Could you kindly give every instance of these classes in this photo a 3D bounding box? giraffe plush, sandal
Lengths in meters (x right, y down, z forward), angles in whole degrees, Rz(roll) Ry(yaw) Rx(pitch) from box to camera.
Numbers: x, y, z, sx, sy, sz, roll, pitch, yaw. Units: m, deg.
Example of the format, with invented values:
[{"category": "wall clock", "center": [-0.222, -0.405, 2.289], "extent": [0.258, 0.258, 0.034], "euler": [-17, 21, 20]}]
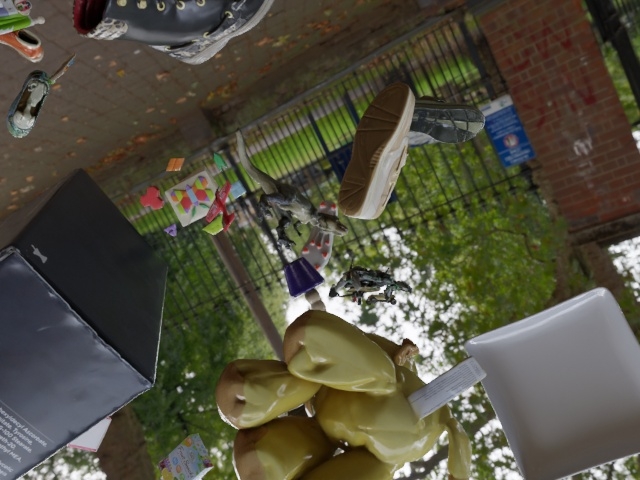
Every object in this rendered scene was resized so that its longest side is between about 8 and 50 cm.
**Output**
[{"category": "giraffe plush", "center": [0.032, 0.136, 0.489], "extent": [0.210, 0.181, 0.170], "euler": [-18, 179, 6]}, {"category": "sandal", "center": [0.272, -0.325, 1.372], "extent": [0.303, 0.086, 0.120], "euler": [8, 144, -7]}]

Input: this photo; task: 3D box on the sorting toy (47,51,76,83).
[{"category": "sorting toy", "center": [-0.556, -0.364, 1.163], "extent": [0.083, 0.012, 0.062], "euler": [-16, -132, 36]}]

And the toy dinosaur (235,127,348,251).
[{"category": "toy dinosaur", "center": [-0.064, -0.060, 0.918], "extent": [0.064, 0.268, 0.118], "euler": [-26, -144, 37]}]

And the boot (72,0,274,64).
[{"category": "boot", "center": [-0.270, -0.476, 1.032], "extent": [0.377, 0.138, 0.284], "euler": [-20, 172, 42]}]

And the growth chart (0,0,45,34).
[{"category": "growth chart", "center": [-0.641, -0.483, 0.982], "extent": [0.021, 0.237, 0.172], "euler": [13, -135, 43]}]

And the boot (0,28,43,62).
[{"category": "boot", "center": [-0.761, -0.513, 1.336], "extent": [0.085, 0.158, 0.059], "euler": [-14, -131, 63]}]

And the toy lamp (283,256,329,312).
[{"category": "toy lamp", "center": [0.010, 0.162, 1.074], "extent": [0.080, 0.274, 0.080], "euler": [-27, 173, -3]}]

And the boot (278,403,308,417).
[{"category": "boot", "center": [-0.074, 0.407, 1.468], "extent": [0.165, 0.077, 0.213], "euler": [122, -22, -55]}]

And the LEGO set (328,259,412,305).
[{"category": "LEGO set", "center": [0.032, 0.029, 0.371], "extent": [0.054, 0.023, 0.083], "euler": [2, 167, -4]}]

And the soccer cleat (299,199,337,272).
[{"category": "soccer cleat", "center": [0.000, 0.000, 1.265], "extent": [0.076, 0.068, 0.196], "euler": [93, 14, -71]}]

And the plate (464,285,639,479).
[{"category": "plate", "center": [0.444, 0.260, 0.975], "extent": [0.278, 0.277, 0.045], "euler": [-27, 160, 16]}]

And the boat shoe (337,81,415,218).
[{"category": "boat shoe", "center": [0.076, -0.105, 0.664], "extent": [0.059, 0.170, 0.063], "euler": [15, -169, -45]}]

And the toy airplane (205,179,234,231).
[{"category": "toy airplane", "center": [-0.264, -0.088, 1.470], "extent": [0.028, 0.151, 0.151], "euler": [10, 165, -35]}]

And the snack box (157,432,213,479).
[{"category": "snack box", "center": [-0.358, 0.595, 1.435], "extent": [0.141, 0.100, 0.037], "euler": [-44, 152, 14]}]

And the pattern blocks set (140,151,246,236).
[{"category": "pattern blocks set", "center": [-0.420, -0.146, 1.803], "extent": [0.325, 0.285, 0.026], "euler": [-41, -178, 16]}]

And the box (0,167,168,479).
[{"category": "box", "center": [-0.552, 0.161, 0.945], "extent": [0.472, 0.297, 0.480], "euler": [-36, -156, 2]}]

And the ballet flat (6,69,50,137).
[{"category": "ballet flat", "center": [-0.735, -0.337, 1.364], "extent": [0.188, 0.070, 0.070], "euler": [-62, 179, 15]}]

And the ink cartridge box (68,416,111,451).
[{"category": "ink cartridge box", "center": [-0.709, 0.478, 1.500], "extent": [0.237, 0.172, 0.100], "euler": [8, -108, 53]}]
